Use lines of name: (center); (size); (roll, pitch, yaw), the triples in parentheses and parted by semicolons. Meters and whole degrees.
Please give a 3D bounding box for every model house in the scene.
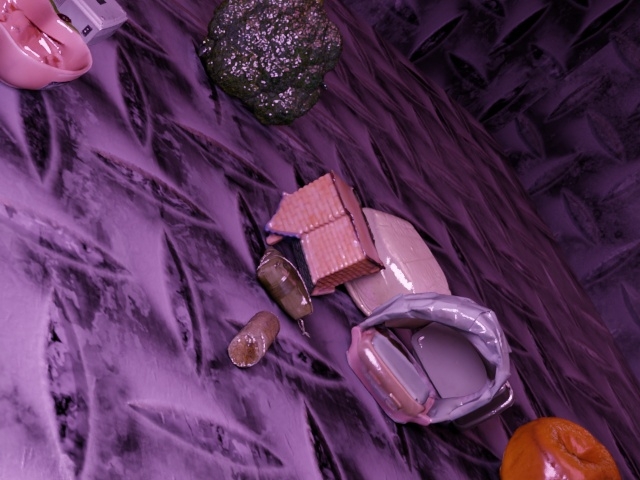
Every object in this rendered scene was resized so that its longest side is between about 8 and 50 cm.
model house: (0.000, 0.000, 1.966); (0.182, 0.172, 0.166); (68, 12, 20)

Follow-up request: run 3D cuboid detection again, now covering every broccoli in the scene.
broccoli: (-0.101, -0.415, 2.341); (0.303, 0.321, 0.283); (55, -13, -17)

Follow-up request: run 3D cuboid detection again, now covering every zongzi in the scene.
zongzi: (-0.048, 0.084, 1.859); (0.154, 0.062, 0.130); (53, 7, -13)

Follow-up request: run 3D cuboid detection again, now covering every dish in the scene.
dish: (-0.452, -0.300, 1.604); (0.213, 0.090, 0.213); (41, 24, -23)

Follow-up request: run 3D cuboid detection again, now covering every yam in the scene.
yam: (-0.097, 0.147, 1.632); (0.054, 0.054, 0.132); (50, 19, -3)

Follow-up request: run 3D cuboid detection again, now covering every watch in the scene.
watch: (0.204, 0.200, 1.911); (0.253, 0.241, 0.162); (51, 21, 2)

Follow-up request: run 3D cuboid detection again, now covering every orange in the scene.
orange: (0.456, 0.471, 2.073); (0.249, 0.183, 0.249); (25, 26, -13)

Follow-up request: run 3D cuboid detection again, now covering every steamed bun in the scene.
steamed bun: (0.130, 0.067, 2.116); (0.200, 0.155, 0.250); (7, 49, -59)

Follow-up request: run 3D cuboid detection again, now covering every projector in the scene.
projector: (-0.417, -0.416, 1.928); (0.115, 0.061, 0.147); (46, 19, -8)

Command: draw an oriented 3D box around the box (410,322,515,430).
box: (0.271, 0.251, 2.088); (0.210, 0.148, 0.129); (61, 2, 25)
